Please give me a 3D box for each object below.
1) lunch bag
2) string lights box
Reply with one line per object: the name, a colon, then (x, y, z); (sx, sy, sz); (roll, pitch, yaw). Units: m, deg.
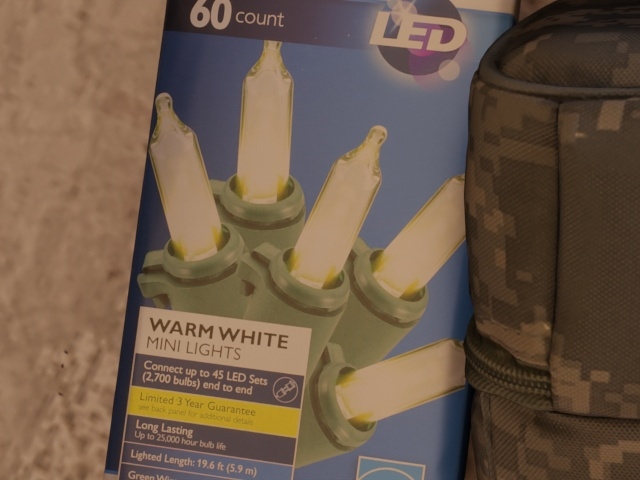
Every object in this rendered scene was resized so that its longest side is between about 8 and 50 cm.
lunch bag: (0.195, 0.052, 0.466); (0.305, 0.212, 0.256); (2, 104, 18)
string lights box: (0.000, 0.000, 0.568); (0.133, 0.077, 0.260); (6, 88, 8)
